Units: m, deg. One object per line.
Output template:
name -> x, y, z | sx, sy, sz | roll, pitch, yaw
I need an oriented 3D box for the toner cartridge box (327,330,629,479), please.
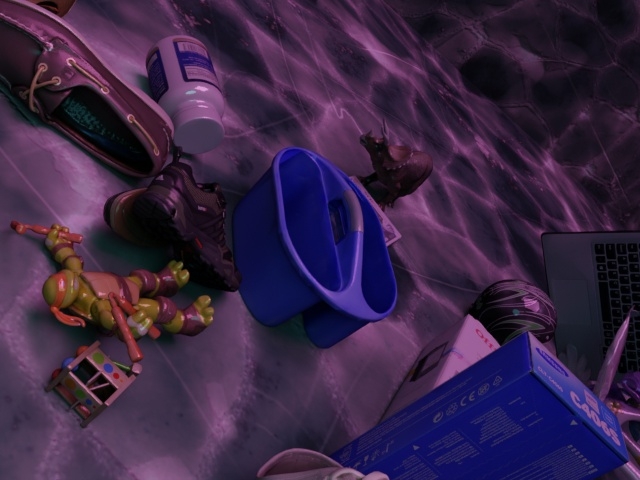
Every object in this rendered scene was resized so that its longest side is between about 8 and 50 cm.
toner cartridge box -> 0.167, 0.268, 0.818 | 0.165, 0.348, 0.075 | 43, 29, -13

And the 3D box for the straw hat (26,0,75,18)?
straw hat -> -0.413, -0.321, 0.997 | 0.061, 0.145, 0.144 | 75, 2, -51

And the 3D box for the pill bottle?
pill bottle -> -0.220, -0.239, 1.117 | 0.112, 0.112, 0.186 | 16, 44, -44

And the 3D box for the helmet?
helmet -> 0.424, 0.164, 1.467 | 0.169, 0.161, 0.169 | 34, 33, -26

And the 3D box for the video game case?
video game case -> 0.079, -0.051, 1.393 | 0.173, 0.022, 0.190 | 53, 30, 6

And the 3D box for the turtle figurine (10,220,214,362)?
turtle figurine -> -0.226, 0.070, 0.765 | 0.269, 0.087, 0.217 | 33, 11, 34

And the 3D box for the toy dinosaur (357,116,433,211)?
toy dinosaur -> 0.192, -0.152, 1.520 | 0.313, 0.160, 0.121 | 8, 50, -48

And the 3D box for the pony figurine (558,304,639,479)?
pony figurine -> 0.565, 0.347, 1.349 | 0.363, 0.303, 0.351 | 37, 54, 13

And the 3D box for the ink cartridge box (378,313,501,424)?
ink cartridge box -> 0.246, 0.294, 1.113 | 0.226, 0.131, 0.306 | 50, 28, 2

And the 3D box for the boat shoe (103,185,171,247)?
boat shoe -> -0.222, -0.039, 0.926 | 0.073, 0.080, 0.223 | 13, 10, 25

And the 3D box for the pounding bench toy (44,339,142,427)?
pounding bench toy -> -0.238, 0.141, 0.718 | 0.065, 0.052, 0.083 | 47, 30, -4

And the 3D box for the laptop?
laptop -> 0.659, 0.194, 1.409 | 0.236, 0.408, 0.382 | -34, 117, -50

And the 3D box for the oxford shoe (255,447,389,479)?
oxford shoe -> 0.043, 0.273, 0.585 | 0.169, 0.449, 0.130 | 15, 80, -23

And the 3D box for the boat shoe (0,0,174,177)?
boat shoe -> -0.343, -0.203, 0.914 | 0.324, 0.117, 0.096 | 38, 28, -30

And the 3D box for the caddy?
caddy -> 0.000, 0.000, 1.072 | 0.241, 0.179, 0.341 | 28, 36, -34

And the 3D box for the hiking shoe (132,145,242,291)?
hiking shoe -> -0.150, -0.018, 0.894 | 0.114, 0.086, 0.227 | -65, 150, -27
